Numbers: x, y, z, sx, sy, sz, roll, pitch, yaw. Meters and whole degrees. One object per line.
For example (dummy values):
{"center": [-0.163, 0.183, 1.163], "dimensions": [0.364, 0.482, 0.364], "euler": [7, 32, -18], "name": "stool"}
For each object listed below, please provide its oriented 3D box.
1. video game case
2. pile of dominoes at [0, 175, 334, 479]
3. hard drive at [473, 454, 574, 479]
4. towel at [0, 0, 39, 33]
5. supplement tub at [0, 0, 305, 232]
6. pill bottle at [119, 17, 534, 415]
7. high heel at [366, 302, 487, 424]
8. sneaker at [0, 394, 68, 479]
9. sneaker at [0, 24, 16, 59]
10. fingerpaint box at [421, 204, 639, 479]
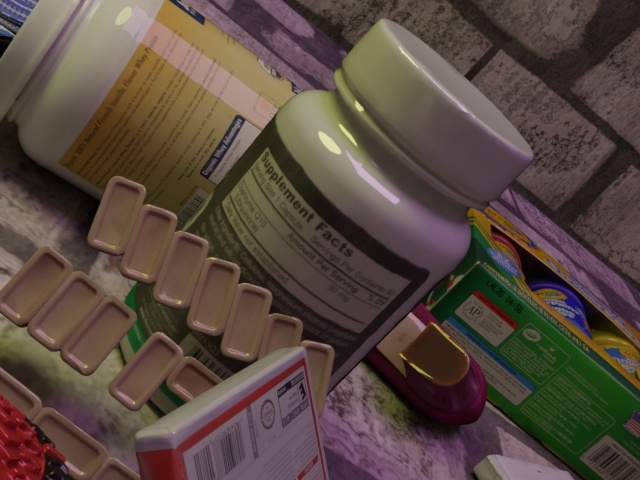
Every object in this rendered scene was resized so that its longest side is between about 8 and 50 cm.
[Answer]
{"center": [-0.024, 0.219, 0.490], "dimensions": [0.204, 0.025, 0.285], "euler": [-15, 95, -73], "name": "video game case"}
{"center": [-0.121, 0.098, 0.650], "dimensions": [0.251, 0.196, 0.040], "euler": [40, -17, -6], "name": "pile of dominoes"}
{"center": [0.318, 0.396, 1.000], "dimensions": [0.203, 0.040, 0.307], "euler": [23, 26, -41], "name": "hard drive"}
{"center": [-0.457, -0.398, 1.219], "dimensions": [0.243, 0.040, 0.336], "euler": [32, 22, -24], "name": "towel"}
{"center": [-0.173, -0.134, 0.915], "dimensions": [0.316, 0.228, 0.228], "euler": [34, 21, -21], "name": "supplement tub"}
{"center": [0.000, 0.000, 0.758], "dimensions": [0.204, 0.361, 0.204], "euler": [37, 20, -16], "name": "pill bottle"}
{"center": [0.065, 0.095, 1.128], "dimensions": [0.377, 0.127, 0.181], "euler": [50, -8, 32], "name": "high heel"}
{"center": [-0.198, 0.157, 0.420], "dimensions": [0.104, 0.125, 0.262], "euler": [51, -2, -33], "name": "sneaker"}
{"center": [-0.334, -0.199, 0.997], "dimensions": [0.152, 0.058, 0.084], "euler": [28, 18, -23], "name": "sneaker"}
{"center": [0.366, 0.158, 1.402], "dimensions": [0.445, 0.163, 0.371], "euler": [40, 20, -5], "name": "fingerpaint box"}
